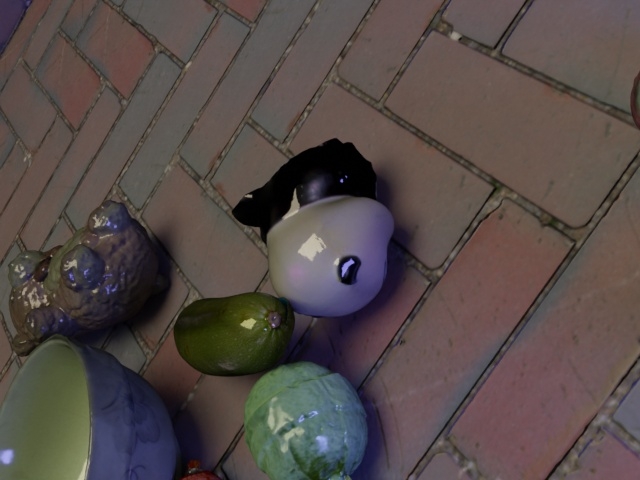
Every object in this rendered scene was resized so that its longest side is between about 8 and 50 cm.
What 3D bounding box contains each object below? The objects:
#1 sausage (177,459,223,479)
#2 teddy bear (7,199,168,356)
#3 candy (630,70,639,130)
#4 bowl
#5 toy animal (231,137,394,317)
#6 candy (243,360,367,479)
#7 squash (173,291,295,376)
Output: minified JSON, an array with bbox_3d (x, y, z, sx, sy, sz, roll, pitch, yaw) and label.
[{"bbox_3d":[-0.099,0.340,0.874,0.074,0.074,0.274,-49,43,17],"label":"sausage"},{"bbox_3d":[-0.341,0.056,1.206,0.267,0.151,0.236,-15,37,38],"label":"teddy bear"},{"bbox_3d":[0.307,-0.121,0.698,0.103,0.043,0.103,-22,58,40],"label":"candy"},{"bbox_3d":[-0.276,0.279,1.006,0.307,0.163,0.307,-27,52,42],"label":"bowl"},{"bbox_3d":[0.000,0.000,0.900,0.166,0.138,0.179,-55,46,42],"label":"toy animal"},{"bbox_3d":[0.051,0.288,0.739,0.119,0.119,0.440,-46,52,20],"label":"candy"},{"bbox_3d":[-0.112,0.105,0.942,0.341,0.094,0.095,-13,60,67],"label":"squash"}]
